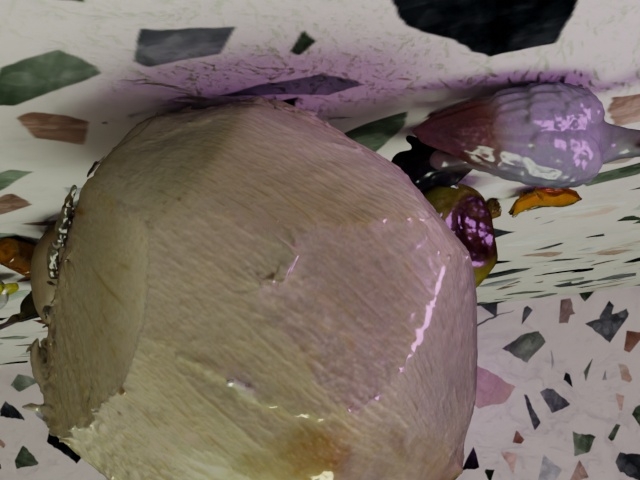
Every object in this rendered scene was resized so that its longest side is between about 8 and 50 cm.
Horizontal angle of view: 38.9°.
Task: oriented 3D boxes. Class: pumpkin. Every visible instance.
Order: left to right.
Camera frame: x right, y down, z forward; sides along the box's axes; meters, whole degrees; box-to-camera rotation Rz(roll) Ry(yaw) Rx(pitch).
[{"bbox_3d":[0.299,-0.057,1.223,0.101,0.035,0.073,-14,180,16],"label":"pumpkin"}]

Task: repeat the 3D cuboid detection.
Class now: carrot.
[{"bbox_3d":[-0.361,0.030,1.176,0.055,0.055,0.161,-10,168,14],"label":"carrot"}]

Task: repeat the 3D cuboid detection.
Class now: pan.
[{"bbox_3d":[-0.436,0.097,1.412,0.128,0.048,0.202,-21,178,27],"label":"pan"}]

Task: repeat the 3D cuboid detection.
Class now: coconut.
[{"bbox_3d":[-0.032,0.076,0.736,0.360,0.346,0.346,30,174,8],"label":"coconut"}]

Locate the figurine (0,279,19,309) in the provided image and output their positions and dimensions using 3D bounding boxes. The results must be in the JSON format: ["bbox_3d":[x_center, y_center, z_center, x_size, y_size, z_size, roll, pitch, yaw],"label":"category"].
[{"bbox_3d":[-0.536,0.098,1.361,0.178,0.109,0.129,-34,162,37],"label":"figurine"}]

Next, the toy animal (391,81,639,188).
[{"bbox_3d":[0.208,-0.090,0.792,0.324,0.090,0.195,-1,179,22],"label":"toy animal"}]

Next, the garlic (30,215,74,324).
[{"bbox_3d":[-0.188,0.012,1.067,0.338,0.151,0.196,-19,-170,6],"label":"garlic"}]

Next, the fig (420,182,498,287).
[{"bbox_3d":[0.137,0.006,1.136,0.165,0.144,0.154,-6,158,12],"label":"fig"}]

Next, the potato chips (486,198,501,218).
[{"bbox_3d":[0.205,-0.026,1.343,0.037,0.026,0.204,2,168,-28],"label":"potato chips"}]
